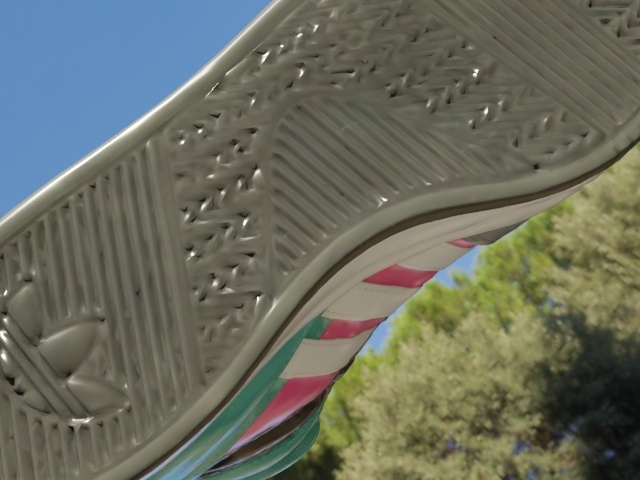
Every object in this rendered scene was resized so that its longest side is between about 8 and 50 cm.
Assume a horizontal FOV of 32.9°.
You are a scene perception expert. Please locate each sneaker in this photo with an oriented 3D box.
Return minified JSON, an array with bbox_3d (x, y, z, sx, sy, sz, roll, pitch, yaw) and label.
[{"bbox_3d":[0.000,0.000,0.405,0.296,0.123,0.178,-34,-8,-12],"label":"sneaker"}]
